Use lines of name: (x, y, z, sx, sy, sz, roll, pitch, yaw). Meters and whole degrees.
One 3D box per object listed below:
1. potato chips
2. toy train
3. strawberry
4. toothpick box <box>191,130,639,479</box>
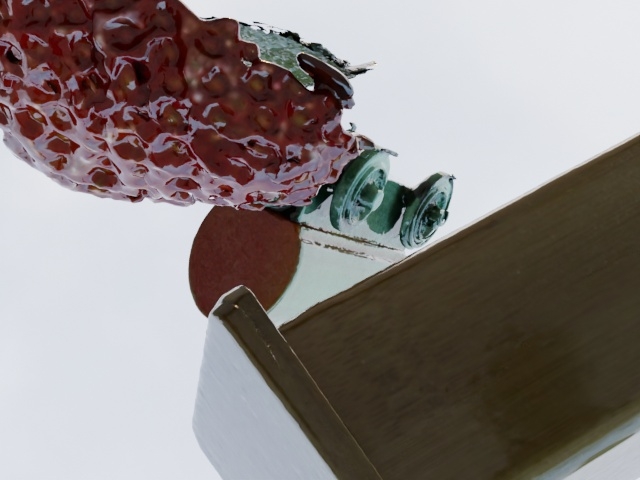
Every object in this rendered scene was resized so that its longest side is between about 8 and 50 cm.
potato chips: (-0.032, -0.117, 1.177, 0.142, 0.209, 0.026, 5, -93, 48)
toy train: (0.000, 0.000, 1.393, 0.116, 0.285, 0.177, 28, -85, 20)
strawberry: (-0.077, -0.061, 0.776, 0.188, 0.121, 0.082, 27, -109, 21)
toothpick box: (0.111, 0.073, 1.030, 0.308, 0.187, 0.190, -29, -112, -19)
